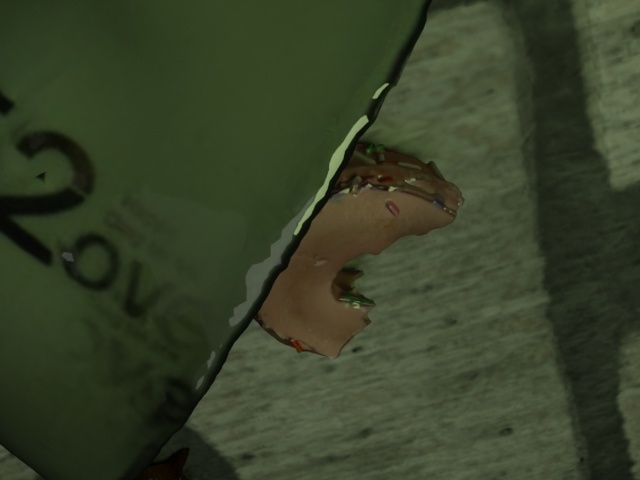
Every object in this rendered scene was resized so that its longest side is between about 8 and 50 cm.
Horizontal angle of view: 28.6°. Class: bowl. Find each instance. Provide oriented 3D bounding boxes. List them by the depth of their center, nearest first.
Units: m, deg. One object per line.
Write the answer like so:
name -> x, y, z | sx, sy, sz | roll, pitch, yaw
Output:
bowl -> -0.091, -0.082, 0.548 | 0.185, 0.354, 0.354 | 31, 122, -10

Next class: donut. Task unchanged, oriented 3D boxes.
donut -> 0.000, 0.000, 0.793 | 0.117, 0.065, 0.166 | 20, 124, -26

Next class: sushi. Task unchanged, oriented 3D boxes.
sushi -> -0.125, 0.217, 0.975 | 0.052, 0.055, 0.120 | 5, 120, 1
